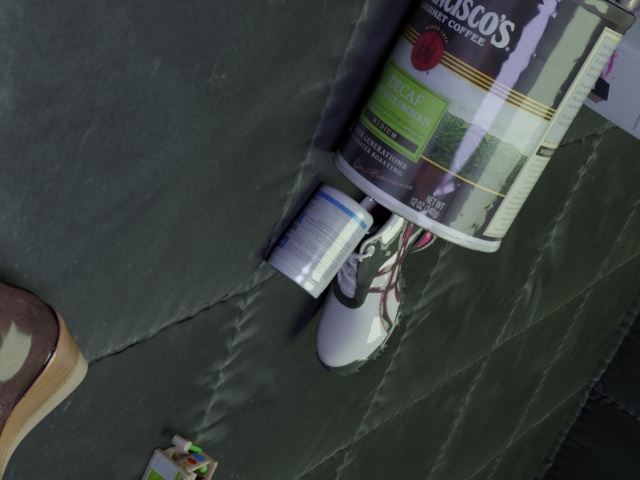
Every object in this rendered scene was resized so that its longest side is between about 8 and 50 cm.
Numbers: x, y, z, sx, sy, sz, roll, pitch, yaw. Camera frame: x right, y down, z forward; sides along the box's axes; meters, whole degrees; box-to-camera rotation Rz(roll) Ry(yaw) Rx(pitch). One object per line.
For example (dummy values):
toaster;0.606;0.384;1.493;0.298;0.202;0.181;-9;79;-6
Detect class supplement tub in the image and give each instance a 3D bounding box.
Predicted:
supplement tub;0.000;0.000;1.402;0.107;0.071;0.071;-53;158;-5

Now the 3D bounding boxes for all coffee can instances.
coffee can;0.164;-0.155;1.339;0.275;0.201;0.201;-62;157;15

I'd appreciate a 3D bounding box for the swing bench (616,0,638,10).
swing bench;0.285;-0.370;1.234;0.255;0.165;0.253;11;115;-47

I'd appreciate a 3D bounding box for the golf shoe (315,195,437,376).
golf shoe;0.050;0.027;1.537;0.120;0.105;0.273;18;100;-51

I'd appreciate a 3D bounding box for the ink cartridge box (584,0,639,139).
ink cartridge box;0.382;-0.245;1.562;0.201;0.278;0.117;-40;156;-34

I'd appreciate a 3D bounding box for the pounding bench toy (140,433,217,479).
pounding bench toy;-0.151;0.248;1.468;0.065;0.052;0.083;-13;133;-59

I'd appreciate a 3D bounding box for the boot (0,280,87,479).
boot;-0.303;0.128;0.986;0.248;0.090;0.207;-50;145;-9
